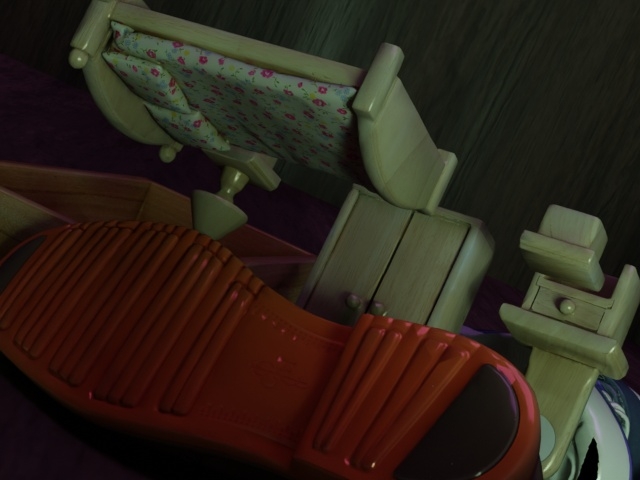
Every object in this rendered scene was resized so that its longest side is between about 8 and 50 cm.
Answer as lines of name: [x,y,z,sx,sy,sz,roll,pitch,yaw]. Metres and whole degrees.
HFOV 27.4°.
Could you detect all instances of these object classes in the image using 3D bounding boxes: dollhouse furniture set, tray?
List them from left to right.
tray: [-0.148,0.010,1.065,0.203,0.076,0.411,25,7,13]
dollhouse furniture set: [0.000,0.000,0.756,0.303,0.174,0.355,18,-15,27]

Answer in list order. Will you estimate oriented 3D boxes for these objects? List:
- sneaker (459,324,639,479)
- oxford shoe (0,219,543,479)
sneaker: [0.210,0.153,1.012,0.236,0.130,0.323,18,3,-22]
oxford shoe: [-0.046,0.094,0.754,0.364,0.130,0.132,21,-29,28]
